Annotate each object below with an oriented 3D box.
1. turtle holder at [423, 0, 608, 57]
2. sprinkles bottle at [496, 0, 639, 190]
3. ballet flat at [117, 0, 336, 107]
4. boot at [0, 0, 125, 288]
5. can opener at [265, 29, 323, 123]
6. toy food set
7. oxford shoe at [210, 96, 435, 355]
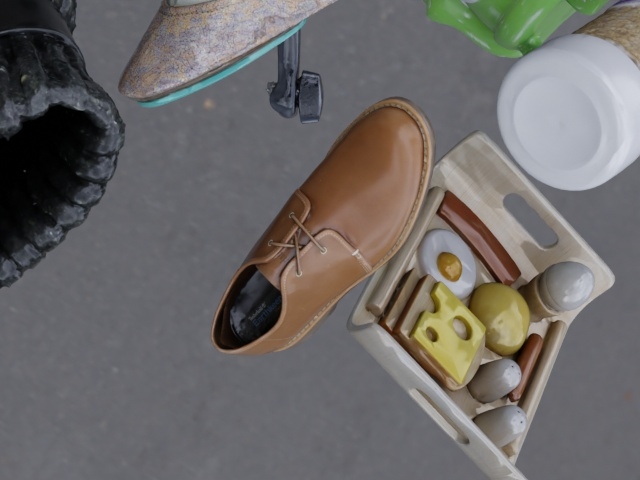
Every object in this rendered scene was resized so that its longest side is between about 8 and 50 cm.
[{"bbox_3d":[0.231,-0.325,1.651,0.243,0.227,0.320,-42,175,-4],"label":"turtle holder"},{"bbox_3d":[0.290,-0.160,1.380,0.355,0.121,0.121,-33,130,-46],"label":"sprinkles bottle"},{"bbox_3d":[-0.022,-0.211,1.158,0.316,0.107,0.106,-28,117,-6],"label":"ballet flat"},{"bbox_3d":[-0.172,-0.153,0.926,0.131,0.260,0.348,17,114,-26],"label":"boot"},{"bbox_3d":[-0.037,-0.237,2.000,0.073,0.059,0.186,-5,116,-2],"label":"can opener"},{"bbox_3d":[0.164,0.062,1.485,0.220,0.092,0.306,46,42,-14],"label":"toy food set"},{"bbox_3d":[0.000,0.000,1.010,0.212,0.076,0.076,-56,161,26],"label":"oxford shoe"}]
